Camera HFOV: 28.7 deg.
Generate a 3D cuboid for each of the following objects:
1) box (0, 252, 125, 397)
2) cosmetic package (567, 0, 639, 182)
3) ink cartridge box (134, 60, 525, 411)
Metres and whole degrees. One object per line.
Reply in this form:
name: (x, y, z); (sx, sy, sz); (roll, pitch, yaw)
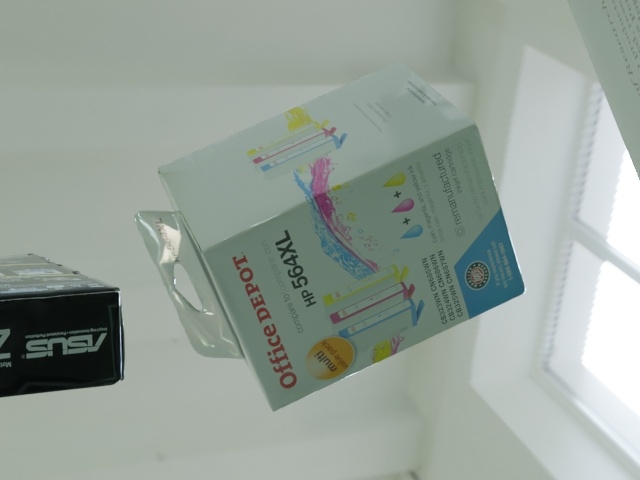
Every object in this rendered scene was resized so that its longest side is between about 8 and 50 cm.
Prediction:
box: (-0.410, 0.079, 1.111); (0.395, 0.318, 0.097); (-5, -82, -27)
cosmetic package: (0.376, -0.238, 0.908); (0.329, 0.393, 0.327); (-19, -100, 1)
ink cartridge box: (0.000, 0.000, 0.554); (0.143, 0.090, 0.092); (-26, -59, -7)
